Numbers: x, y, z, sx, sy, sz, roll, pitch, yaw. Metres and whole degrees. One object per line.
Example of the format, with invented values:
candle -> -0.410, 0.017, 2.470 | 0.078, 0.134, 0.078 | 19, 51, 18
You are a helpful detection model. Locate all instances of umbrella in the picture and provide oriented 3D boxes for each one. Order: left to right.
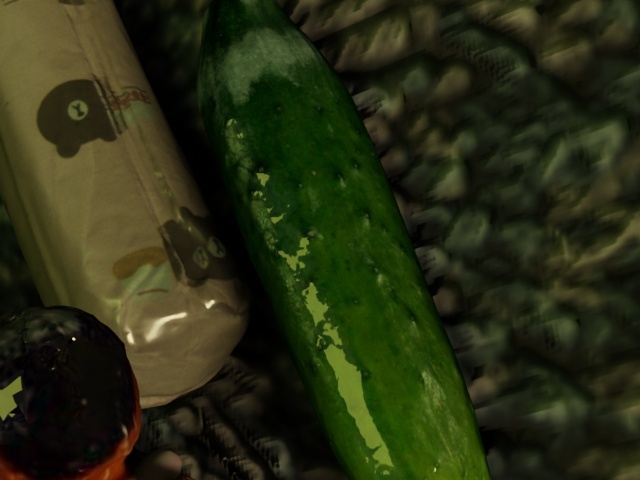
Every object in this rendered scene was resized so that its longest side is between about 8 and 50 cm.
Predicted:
umbrella -> -0.115, -0.089, 0.727 | 0.073, 0.067, 0.337 | -51, 55, 41

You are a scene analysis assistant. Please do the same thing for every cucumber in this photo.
cucumber -> 0.000, 0.000, 0.626 | 0.056, 0.056, 0.250 | -38, 63, 32

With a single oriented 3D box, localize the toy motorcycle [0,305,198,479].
toy motorcycle -> -0.160, 0.078, 0.653 | 0.401, 0.134, 0.207 | 25, 134, 31
